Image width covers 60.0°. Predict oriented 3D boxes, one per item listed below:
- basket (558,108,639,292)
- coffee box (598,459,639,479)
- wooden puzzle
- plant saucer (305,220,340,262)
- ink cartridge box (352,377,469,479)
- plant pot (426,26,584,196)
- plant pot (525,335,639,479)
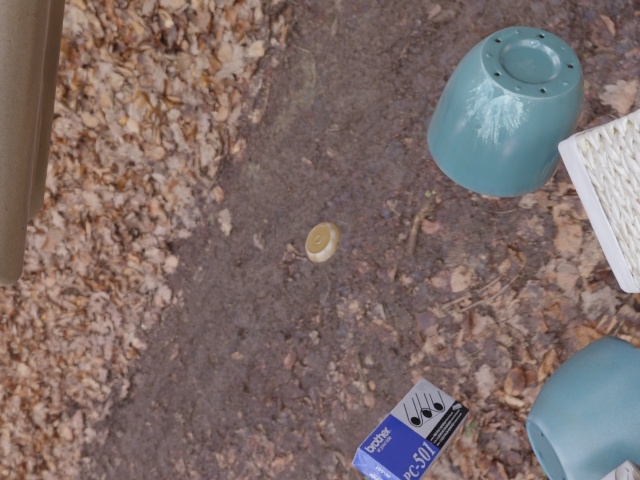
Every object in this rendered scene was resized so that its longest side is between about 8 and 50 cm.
[{"bbox_3d":[0.327,-0.050,0.522,0.167,0.113,0.103,68,161,7],"label":"basket"},{"bbox_3d":[0.435,0.430,0.700,0.141,0.098,0.246,-43,46,13],"label":"coffee box"},{"bbox_3d":[-0.268,-0.154,0.465,0.348,0.080,0.322,-160,77,-64],"label":"wooden puzzle"},{"bbox_3d":[0.000,0.000,1.041,0.083,0.015,0.083,-20,57,34],"label":"plant saucer"},{"bbox_3d":[0.150,0.313,0.889,0.097,0.207,0.046,31,127,26],"label":"ink cartridge box"},{"bbox_3d":[0.378,-0.270,1.103,0.293,0.293,0.235,57,165,23],"label":"plant pot"},{"bbox_3d":[0.479,0.337,0.962,0.195,0.290,0.290,-21,75,-3],"label":"plant pot"}]
